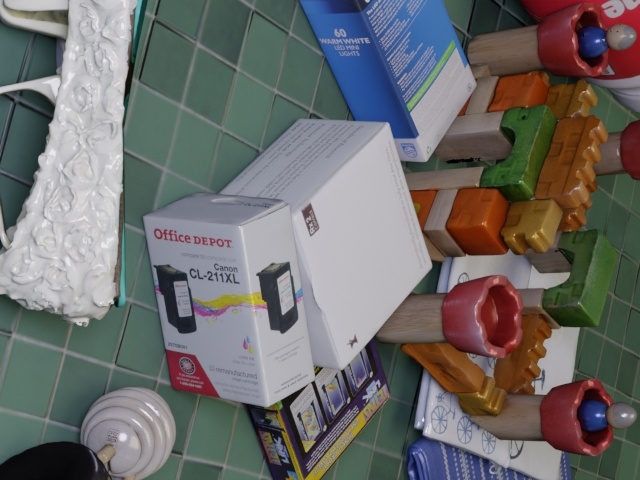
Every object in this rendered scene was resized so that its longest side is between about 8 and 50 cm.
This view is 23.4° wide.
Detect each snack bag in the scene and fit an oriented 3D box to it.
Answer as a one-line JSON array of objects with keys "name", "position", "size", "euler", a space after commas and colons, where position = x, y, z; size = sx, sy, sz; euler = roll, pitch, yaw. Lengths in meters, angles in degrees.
[{"name": "snack bag", "position": [0.238, 0.124, 1.896], "size": [0.342, 0.037, 0.323], "euler": [31, 65, -48]}]

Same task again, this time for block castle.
[{"name": "block castle", "position": [0.265, -0.018, 1.738], "size": [0.303, 0.212, 0.453], "euler": [45, 55, -37]}]

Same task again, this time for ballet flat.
[{"name": "ballet flat", "position": [-0.203, -0.135, 1.241], "size": [0.147, 0.147, 0.409], "euler": [5, 91, -53]}]

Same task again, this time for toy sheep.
[{"name": "toy sheep", "position": [-0.170, 0.173, 1.357], "size": [0.132, 0.091, 0.091], "euler": [-62, 149, -76]}]

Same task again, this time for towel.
[{"name": "towel", "position": [0.215, 0.295, 1.927], "size": [0.336, 0.040, 0.243], "euler": [-30, 115, -49]}]

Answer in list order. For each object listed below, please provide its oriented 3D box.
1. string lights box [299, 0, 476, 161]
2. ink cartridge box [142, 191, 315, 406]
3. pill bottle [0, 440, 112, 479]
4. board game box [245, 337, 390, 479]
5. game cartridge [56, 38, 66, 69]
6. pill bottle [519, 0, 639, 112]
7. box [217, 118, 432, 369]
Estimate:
[{"name": "string lights box", "position": [0.069, -0.224, 1.628], "size": [0.133, 0.076, 0.260], "euler": [-55, 134, -34]}, {"name": "ink cartridge box", "position": [-0.085, 0.052, 1.420], "size": [0.072, 0.127, 0.175], "euler": [-26, 114, -45]}, {"name": "pill bottle", "position": [-0.199, 0.286, 1.304], "size": [0.123, 0.122, 0.219], "euler": [-49, 130, -37]}, {"name": "board game box", "position": [-0.003, 0.154, 1.606], "size": [0.170, 0.048, 0.141], "euler": [-45, 130, -41]}, {"name": "game cartridge", "position": [-0.203, -0.167, 1.330], "size": [0.056, 0.017, 0.083], "euler": [2, 93, -56]}, {"name": "pill bottle", "position": [0.351, -0.330, 1.859], "size": [0.407, 0.229, 0.229], "euler": [43, 61, -46]}, {"name": "box", "position": [0.000, 0.000, 1.531], "size": [0.182, 0.119, 0.181], "euler": [-45, 129, -40]}]
